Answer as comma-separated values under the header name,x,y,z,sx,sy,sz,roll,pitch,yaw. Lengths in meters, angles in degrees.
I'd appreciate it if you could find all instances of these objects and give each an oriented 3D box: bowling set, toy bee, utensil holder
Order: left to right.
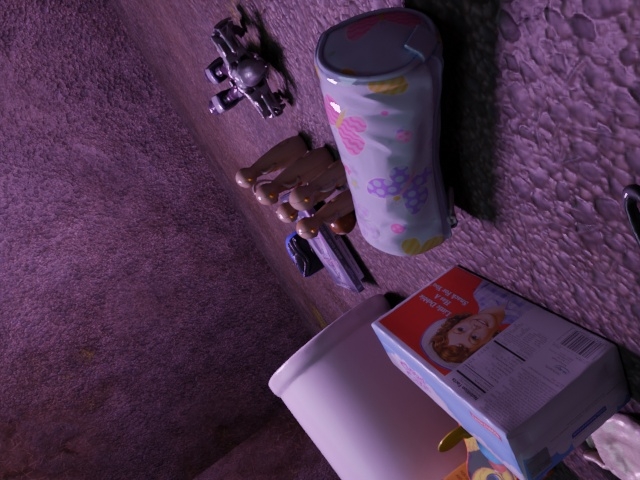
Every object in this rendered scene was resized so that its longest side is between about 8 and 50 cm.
name,x,y,z,sx,sy,sz,roll,pitch,yaw
bowling set,-0.020,-0.061,0.966,0.199,0.154,0.287,61,168,-26
utensil holder,0.128,0.366,1.146,0.385,0.328,0.327,51,168,15
toy bee,0.240,0.293,0.748,0.162,0.195,0.298,-48,34,40

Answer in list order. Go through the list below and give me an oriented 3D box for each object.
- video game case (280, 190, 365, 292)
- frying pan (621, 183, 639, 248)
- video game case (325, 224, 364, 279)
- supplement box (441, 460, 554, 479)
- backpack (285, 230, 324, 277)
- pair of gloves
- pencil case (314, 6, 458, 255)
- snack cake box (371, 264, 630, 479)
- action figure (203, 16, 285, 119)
name,x,y,z,sx,sy,sz,roll,pitch,yaw
video game case,0.000,0.000,1.278,0.274,0.026,0.196,58,169,-7
frying pan,0.317,0.121,0.367,0.197,0.053,0.326,21,142,57
video game case,0.026,0.007,1.314,0.173,0.022,0.190,58,169,-16
supplement box,0.277,0.418,0.900,0.080,0.234,0.078,64,167,-23
backpack,-0.042,0.027,1.455,0.120,0.098,0.101,57,172,-13
pair of gloves,0.374,0.299,0.576,0.240,0.042,0.204,69,167,-12
pencil case,0.077,-0.099,0.562,0.124,0.113,0.273,34,158,36
snack cake box,0.199,0.141,0.642,0.089,0.152,0.264,61,168,-27
action figure,-0.147,-0.304,0.971,0.285,0.099,0.185,22,138,64
